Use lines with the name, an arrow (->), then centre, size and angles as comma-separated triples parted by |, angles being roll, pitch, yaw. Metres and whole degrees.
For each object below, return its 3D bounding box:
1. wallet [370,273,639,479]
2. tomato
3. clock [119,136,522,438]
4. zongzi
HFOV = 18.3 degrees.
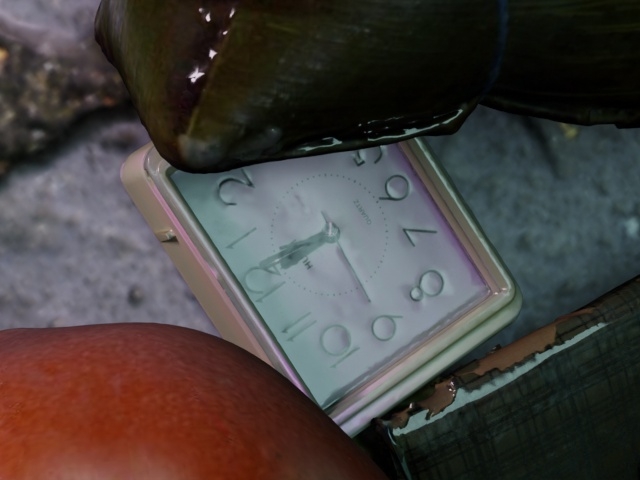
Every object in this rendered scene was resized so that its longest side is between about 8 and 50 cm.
wallet -> 0.188, 0.095, 1.121 | 0.317, 0.044, 0.169 | -27, 122, -15
tomato -> -0.087, 0.184, 0.938 | 0.321, 0.321, 0.321 | 1, 86, -16
clock -> 0.000, 0.000, 1.092 | 0.147, 0.071, 0.192 | -34, 96, -15
zongzi -> 0.126, -0.233, 0.954 | 0.432, 0.208, 0.403 | 1, 120, -19
